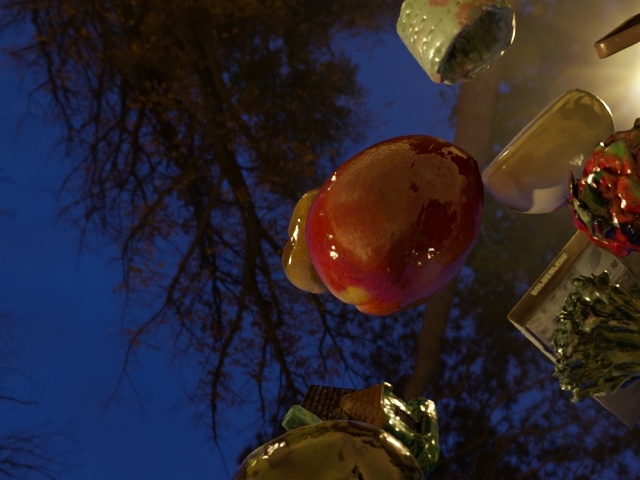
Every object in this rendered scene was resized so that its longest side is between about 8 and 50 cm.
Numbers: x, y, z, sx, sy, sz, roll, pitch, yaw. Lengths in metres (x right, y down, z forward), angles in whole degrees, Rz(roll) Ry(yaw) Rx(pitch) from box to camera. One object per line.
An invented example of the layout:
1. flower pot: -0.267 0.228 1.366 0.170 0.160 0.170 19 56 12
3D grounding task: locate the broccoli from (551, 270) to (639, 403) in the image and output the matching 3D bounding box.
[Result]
1. broccoli: 0.435 0.126 0.786 0.303 0.145 0.165 3 -98 22

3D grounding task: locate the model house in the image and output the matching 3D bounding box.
1. model house: 0.061 0.359 1.274 0.248 0.230 0.280 41 -167 -2

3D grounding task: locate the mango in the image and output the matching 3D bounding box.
1. mango: 0.000 0.000 1.361 0.167 0.262 0.130 -23 -132 -31

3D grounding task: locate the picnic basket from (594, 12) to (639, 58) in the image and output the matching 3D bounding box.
1. picnic basket: 0.685 -0.431 1.198 0.321 0.291 0.254 -18 -165 49

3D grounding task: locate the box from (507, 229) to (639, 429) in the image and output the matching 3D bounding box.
1. box: 0.451 0.147 1.041 0.180 0.325 0.047 -50 -155 -1

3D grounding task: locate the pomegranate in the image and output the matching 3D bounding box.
1. pomegranate: -0.002 0.281 0.711 0.221 0.204 0.276 -8 -157 -5

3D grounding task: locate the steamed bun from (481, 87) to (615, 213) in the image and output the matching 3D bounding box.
1. steamed bun: 0.477 -0.163 1.346 0.177 0.283 0.283 44 -122 4

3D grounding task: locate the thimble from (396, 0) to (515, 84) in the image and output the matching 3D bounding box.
1. thimble: 0.245 -0.393 1.176 0.185 0.211 0.149 -19 -114 -23

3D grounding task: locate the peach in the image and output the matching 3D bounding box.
1. peach: 0.137 -0.034 1.158 0.332 0.307 0.308 -46 -136 12

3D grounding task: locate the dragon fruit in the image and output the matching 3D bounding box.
1. dragon fruit: 0.423 -0.068 0.866 0.189 0.182 0.182 -48 -137 15
